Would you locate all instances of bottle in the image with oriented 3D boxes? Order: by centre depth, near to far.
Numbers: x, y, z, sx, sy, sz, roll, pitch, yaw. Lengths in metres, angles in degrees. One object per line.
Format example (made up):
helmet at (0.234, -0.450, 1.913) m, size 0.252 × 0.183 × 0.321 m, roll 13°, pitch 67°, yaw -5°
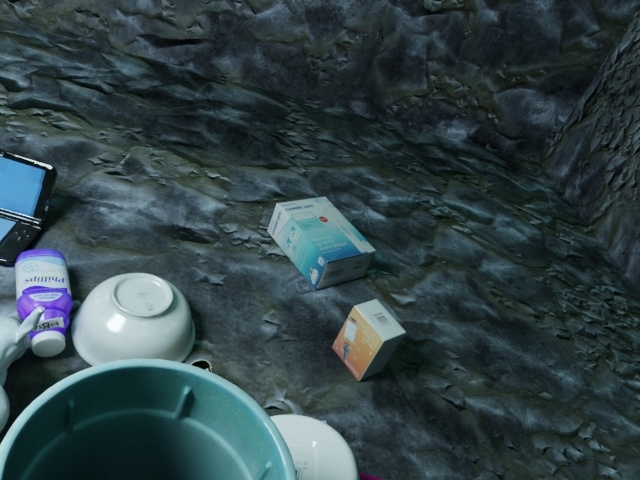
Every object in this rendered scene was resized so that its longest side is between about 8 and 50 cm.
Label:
bottle at (-0.645, 0.141, 1.323) m, size 0.118 × 0.092 × 0.283 m, roll -1°, pitch 41°, yaw -29°

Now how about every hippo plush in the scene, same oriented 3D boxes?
hippo plush at (-0.654, 0.275, 1.092) m, size 0.294 × 0.234 × 0.237 m, roll -2°, pitch 70°, yaw -6°

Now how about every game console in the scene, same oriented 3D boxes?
game console at (-0.871, -0.104, 1.449) m, size 0.293 × 0.173 × 0.250 m, roll 16°, pitch 35°, yaw -9°

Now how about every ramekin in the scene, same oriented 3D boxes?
ramekin at (-0.058, 0.426, 0.943) m, size 0.277 × 0.135 × 0.277 m, roll -3°, pitch 33°, yaw 2°

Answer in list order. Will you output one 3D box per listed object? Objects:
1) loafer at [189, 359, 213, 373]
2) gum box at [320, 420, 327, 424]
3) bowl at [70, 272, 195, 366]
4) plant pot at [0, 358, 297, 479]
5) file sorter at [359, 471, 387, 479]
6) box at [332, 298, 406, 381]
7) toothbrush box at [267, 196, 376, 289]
loafer at (-0.323, 0.348, 1.231) m, size 0.101 × 0.092 × 0.268 m, roll 28°, pitch 35°, yaw 7°
gum box at (-0.064, 0.474, 1.255) m, size 0.184 × 0.041 × 0.157 m, roll 8°, pitch 38°, yaw -19°
bowl at (-0.438, 0.173, 1.364) m, size 0.297 × 0.134 × 0.298 m, roll 15°, pitch 36°, yaw -11°
plant pot at (-0.245, 0.393, 0.732) m, size 0.341 × 0.334 × 0.341 m, roll 18°, pitch 31°, yaw -12°
file sorter at (0.016, 0.591, 1.024) m, size 0.202 × 0.182 × 0.291 m, roll 18°, pitch 34°, yaw -4°
box at (0.127, 0.267, 1.521) m, size 0.091 × 0.171 × 0.130 m, roll -11°, pitch 47°, yaw -41°
toothbrush box at (0.000, 0.000, 1.843) m, size 0.216 × 0.126 × 0.295 m, roll -10°, pitch 46°, yaw -38°
